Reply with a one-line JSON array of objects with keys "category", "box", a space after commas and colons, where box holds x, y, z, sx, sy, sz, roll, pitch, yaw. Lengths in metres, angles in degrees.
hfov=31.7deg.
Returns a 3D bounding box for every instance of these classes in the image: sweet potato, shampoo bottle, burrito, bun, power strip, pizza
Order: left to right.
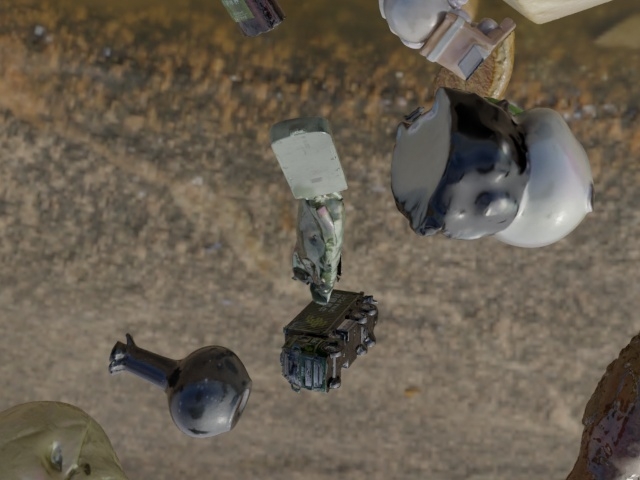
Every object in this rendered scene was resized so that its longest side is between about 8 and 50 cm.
[{"category": "bun", "box": [-0.233, 0.253, 0.908, 0.116, 0.237, 0.210, 4, -173, 43]}, {"category": "shampoo bottle", "box": [-0.193, -0.553, 2.205, 0.129, 0.084, 0.323, 8, 138, 52]}, {"category": "power strip", "box": [-0.013, -0.107, 1.522, 0.079, 0.029, 0.227, -10, 157, 5]}, {"category": "burrito", "box": [-0.001, -0.003, 1.820, 0.096, 0.066, 0.309, 41, 153, 23]}, {"category": "pizza", "box": [0.283, -0.303, 2.095, 0.056, 0.134, 0.271, -29, 152, -34]}, {"category": "sweet potato", "box": [0.314, 0.195, 1.143, 0.109, 0.385, 0.109, 34, -172, -5]}]

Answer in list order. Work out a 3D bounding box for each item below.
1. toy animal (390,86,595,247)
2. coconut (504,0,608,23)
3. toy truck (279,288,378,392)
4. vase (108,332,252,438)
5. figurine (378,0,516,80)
[{"category": "toy animal", "box": [0.240, -0.100, 1.538, 0.266, 0.213, 0.212, 4, 157, -27]}, {"category": "coconut", "box": [0.261, -0.396, 1.275, 0.328, 0.329, 0.329, 4, 154, 2]}, {"category": "toy truck", "box": [0.015, 0.171, 1.965, 0.121, 0.259, 0.088, 8, 113, 21]}, {"category": "vase", "box": [-0.182, 0.175, 1.434, 0.182, 0.120, 0.120, 22, 156, 8]}, {"category": "figurine", "box": [0.197, -0.377, 1.879, 0.236, 0.141, 0.162, 34, 141, -1]}]
